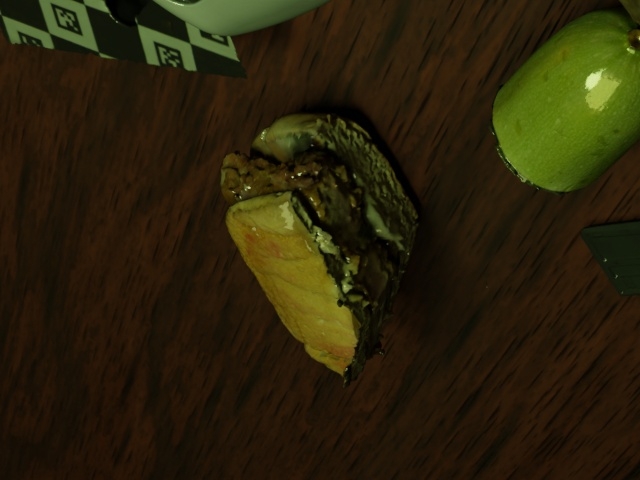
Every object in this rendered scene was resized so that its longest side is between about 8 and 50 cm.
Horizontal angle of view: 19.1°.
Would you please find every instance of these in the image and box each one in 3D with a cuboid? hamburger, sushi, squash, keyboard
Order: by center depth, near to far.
[{"bbox_3d":[0.223,-0.127,1.555,0.123,0.123,0.187,34,147,-3],"label":"squash"},{"bbox_3d":[-0.225,-0.306,1.748,0.339,0.069,0.320,11,141,39],"label":"sushi"},{"bbox_3d":[0.324,0.020,1.751,0.381,0.041,0.103,-10,129,39],"label":"keyboard"},{"bbox_3d":[0.000,0.000,1.883,0.245,0.155,0.282,35,152,1],"label":"hamburger"}]

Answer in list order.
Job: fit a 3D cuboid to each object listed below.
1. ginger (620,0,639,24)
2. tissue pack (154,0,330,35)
[{"bbox_3d":[0.251,-0.228,1.375,0.270,0.123,0.219,41,168,-16],"label":"ginger"},{"bbox_3d":[-0.033,-0.293,1.431,0.229,0.236,0.333,43,147,-18],"label":"tissue pack"}]
